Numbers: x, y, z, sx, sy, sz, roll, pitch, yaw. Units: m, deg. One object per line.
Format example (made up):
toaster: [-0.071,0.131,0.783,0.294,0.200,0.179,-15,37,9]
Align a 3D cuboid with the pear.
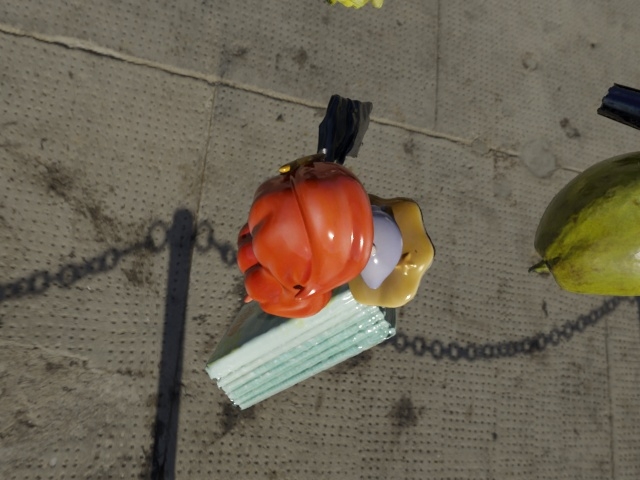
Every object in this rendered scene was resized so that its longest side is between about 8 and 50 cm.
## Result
pear: [0.599,-0.018,0.935,0.375,0.287,0.287,-29,91,21]

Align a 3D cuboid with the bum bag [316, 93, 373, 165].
bum bag: [0.046,-0.206,0.870,0.060,0.248,0.123,16,107,11]

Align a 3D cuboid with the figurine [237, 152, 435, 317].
figurine: [0.005,0.007,0.547,0.257,0.208,0.181,14,89,-55]

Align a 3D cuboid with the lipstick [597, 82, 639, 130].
lipstick: [0.730,-0.191,0.851,0.418,0.077,0.077,34,66,29]

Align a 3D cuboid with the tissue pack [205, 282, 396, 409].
tissue pack: [-0.027,0.171,1.026,0.388,0.287,0.162,-31,102,18]

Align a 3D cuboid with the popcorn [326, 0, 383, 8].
popcorn: [0.096,-0.657,1.065,0.212,0.259,0.259,25,73,-17]
